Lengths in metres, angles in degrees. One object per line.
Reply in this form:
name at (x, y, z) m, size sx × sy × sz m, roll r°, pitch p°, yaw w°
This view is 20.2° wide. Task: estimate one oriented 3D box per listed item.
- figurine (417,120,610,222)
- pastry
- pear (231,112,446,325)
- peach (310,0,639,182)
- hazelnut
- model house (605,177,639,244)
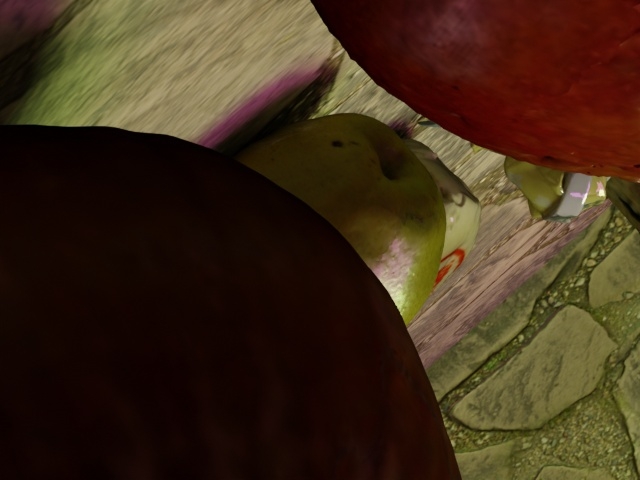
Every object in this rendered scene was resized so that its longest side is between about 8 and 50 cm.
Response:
figurine at (0.203, -0.108, 1.707) m, size 0.208 × 0.184 × 0.128 m, roll 6°, pitch 155°, yaw -9°
pastry at (0.041, 0.013, 1.731) m, size 0.265 × 0.133 × 0.265 m, roll -39°, pitch 165°, yaw -13°
pear at (0.001, 0.001, 1.394) m, size 0.198 × 0.198 × 0.198 m, roll -39°, pitch 169°, yaw -9°
peach at (0.156, -0.185, 0.787) m, size 0.353 × 0.339 × 0.416 m, roll -42°, pitch 164°, yaw 4°
hazelnut at (-0.122, 0.127, 0.924) m, size 0.429 × 0.402 × 0.402 m, roll 16°, pitch 132°, yaw -34°
model house at (0.454, -0.159, 1.876) m, size 0.382 × 0.342 × 0.334 m, roll -40°, pitch 170°, yaw 2°
